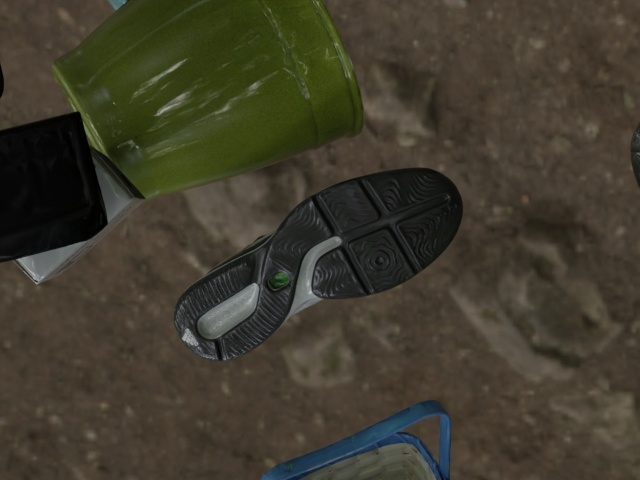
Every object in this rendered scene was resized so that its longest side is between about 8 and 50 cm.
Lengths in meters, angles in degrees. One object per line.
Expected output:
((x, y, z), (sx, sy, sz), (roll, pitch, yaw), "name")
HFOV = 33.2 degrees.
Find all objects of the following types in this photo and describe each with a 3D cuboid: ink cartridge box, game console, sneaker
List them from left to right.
((-0.366, -0.154, 1.125), (0.213, 0.361, 0.044), (-14, -177, -4), "game console")
((-0.306, -0.033, 1.320), (0.093, 0.154, 0.212), (47, 176, -3), "ink cartridge box")
((-0.001, -0.001, 1.589), (0.448, 0.257, 0.169), (-27, 102, 14), "sneaker")

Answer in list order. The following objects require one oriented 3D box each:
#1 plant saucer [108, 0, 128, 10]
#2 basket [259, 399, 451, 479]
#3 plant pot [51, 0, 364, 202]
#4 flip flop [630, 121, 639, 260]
((-0.364, -0.490, 2.103), (0.044, 0.317, 0.317), (-33, 141, 14), "plant saucer")
((0.063, 0.344, 1.411), (0.255, 0.201, 0.289), (-21, 131, -8), "basket")
((-0.182, -0.232, 1.561), (0.353, 0.366, 0.366), (-29, 153, -11), "plant pot")
((0.374, -0.034, 1.072), (0.112, 0.080, 0.277), (13, 144, 38), "flip flop")
